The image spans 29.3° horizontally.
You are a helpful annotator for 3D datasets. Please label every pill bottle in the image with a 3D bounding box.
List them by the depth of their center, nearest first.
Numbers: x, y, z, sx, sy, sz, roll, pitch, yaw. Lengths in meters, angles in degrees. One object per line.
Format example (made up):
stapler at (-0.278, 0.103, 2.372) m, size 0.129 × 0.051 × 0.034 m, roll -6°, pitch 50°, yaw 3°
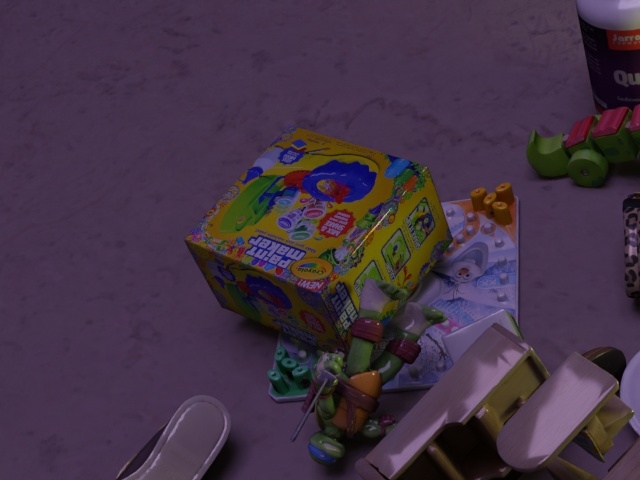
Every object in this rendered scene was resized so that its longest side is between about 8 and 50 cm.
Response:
pill bottle at (0.520, -0.341, 2.002) m, size 0.181 × 0.323 × 0.181 m, roll -13°, pitch 43°, yaw 12°

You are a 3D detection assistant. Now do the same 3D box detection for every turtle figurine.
turtle figurine at (0.088, 0.201, 1.697) m, size 0.197 × 0.275 × 0.266 m, roll 24°, pitch 80°, yaw 1°

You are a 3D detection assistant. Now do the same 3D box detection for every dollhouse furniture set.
dollhouse furniture set at (0.272, 0.314, 1.414) m, size 0.256 × 0.362 × 0.394 m, roll -45°, pitch 44°, yaw -7°

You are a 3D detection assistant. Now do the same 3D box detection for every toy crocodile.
toy crocodile at (0.491, -0.170, 1.969) m, size 0.340 × 0.105 × 0.115 m, roll -11°, pitch 40°, yaw 43°

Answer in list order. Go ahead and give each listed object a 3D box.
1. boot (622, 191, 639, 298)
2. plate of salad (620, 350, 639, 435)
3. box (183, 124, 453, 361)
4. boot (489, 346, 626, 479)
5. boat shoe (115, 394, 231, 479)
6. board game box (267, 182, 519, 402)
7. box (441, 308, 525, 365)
boot at (0.601, -0.055, 1.822) m, size 0.284 × 0.138 × 0.377 m, roll -4°, pitch 51°, yaw 21°
plate of salad at (0.506, 0.213, 1.647) m, size 0.199 × 0.048 × 0.200 m, roll -6°, pitch 51°, yaw 7°
box at (0.000, 0.000, 1.918) m, size 0.290 × 0.177 × 0.279 m, roll 19°, pitch 58°, yaw 37°
boot at (0.284, 0.232, 1.689) m, size 0.305 × 0.112 × 0.115 m, roll -35°, pitch 33°, yaw -10°
boat shoe at (-0.251, 0.369, 1.783) m, size 0.116 × 0.097 × 0.324 m, roll 37°, pitch 65°, yaw 0°
board game box at (0.121, 0.073, 1.958) m, size 0.390 × 0.050 × 0.390 m, roll -7°, pitch 44°, yaw 17°
box at (0.241, 0.163, 1.725) m, size 0.102 × 0.087 × 0.101 m, roll -27°, pitch 75°, yaw 13°
